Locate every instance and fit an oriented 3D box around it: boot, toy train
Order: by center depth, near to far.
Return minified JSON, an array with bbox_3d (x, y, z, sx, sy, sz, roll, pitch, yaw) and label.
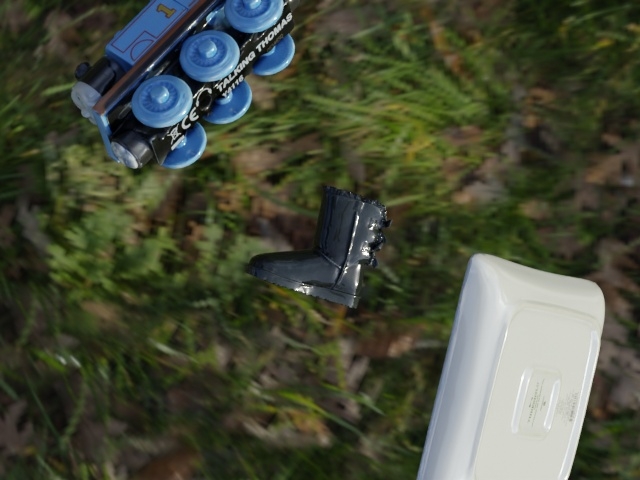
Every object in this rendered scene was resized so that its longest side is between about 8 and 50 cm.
[{"bbox_3d":[-0.097,-0.131,1.279,0.105,0.080,0.184,34,70,25],"label":"toy train"},{"bbox_3d":[0.000,0.000,1.593,0.121,0.045,0.099,16,93,-23],"label":"boot"}]

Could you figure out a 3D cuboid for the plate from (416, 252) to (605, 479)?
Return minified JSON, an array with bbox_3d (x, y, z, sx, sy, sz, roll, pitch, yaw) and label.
[{"bbox_3d":[0.213,0.166,1.889,0.278,0.045,0.277,13,89,-53],"label":"plate"}]
